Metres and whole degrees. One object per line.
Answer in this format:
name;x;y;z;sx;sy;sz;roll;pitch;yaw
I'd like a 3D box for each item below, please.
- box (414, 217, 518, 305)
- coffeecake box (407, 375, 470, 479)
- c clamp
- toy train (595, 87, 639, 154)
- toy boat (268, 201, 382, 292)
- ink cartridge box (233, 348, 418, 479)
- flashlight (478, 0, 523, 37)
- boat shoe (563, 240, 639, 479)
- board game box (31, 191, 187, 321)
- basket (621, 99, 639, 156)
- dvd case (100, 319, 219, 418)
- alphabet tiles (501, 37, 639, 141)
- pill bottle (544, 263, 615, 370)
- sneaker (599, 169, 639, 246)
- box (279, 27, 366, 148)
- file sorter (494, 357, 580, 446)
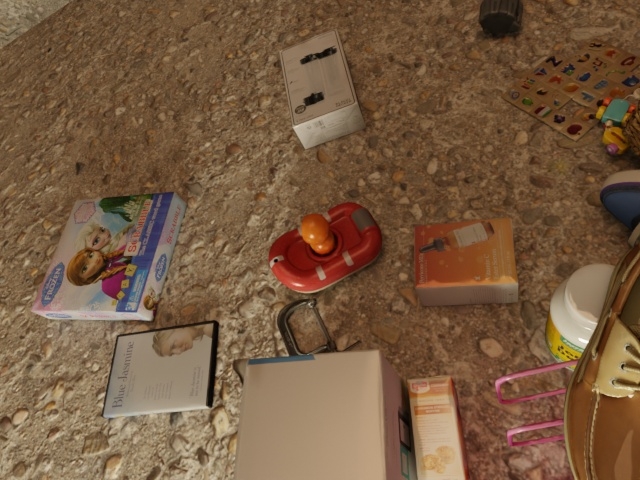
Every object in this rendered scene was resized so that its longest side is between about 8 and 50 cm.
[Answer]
box;0.261;0.042;0.872;0.171;0.091;0.130;-6;61;18
coffeecake box;0.181;0.312;0.719;0.068;0.142;0.185;-10;60;15
c clamp;-0.013;0.176;0.948;0.137;0.022;0.160;-37;57;5
toy train;0.595;-0.206;0.912;0.125;0.046;0.166;-9;61;11
toy boat;0.000;0.000;0.959;0.231;0.151;0.151;-29;56;3
ink cartridge box;0.027;0.300;0.710;0.198;0.270;0.197;-8;58;17
flashlight;0.441;-0.639;1.179;0.103;0.103;0.303;-9;57;47
boat shoe;0.350;0.127;0.522;0.123;0.120;0.323;13;70;25
board game box;-0.516;0.037;1.189;0.318;0.066;0.318;-3;61;20
basket;0.678;-0.230;0.750;0.299;0.223;0.213;-18;67;3
dvd case;-0.336;0.270;1.016;0.253;0.022;0.180;-11;59;16
alphabet tiles;0.545;-0.333;1.022;0.237;0.009;0.198;-39;56;-4
pill bottle;0.398;0.116;0.706;0.118;0.208;0.117;-9;60;16
sneaker;0.548;0.046;0.733;0.323;0.130;0.236;34;74;27
box;0.001;-0.386;1.213;0.169;0.087;0.289;-19;58;11
file sorter;0.356;0.312;0.619;0.182;0.202;0.290;-18;58;13
